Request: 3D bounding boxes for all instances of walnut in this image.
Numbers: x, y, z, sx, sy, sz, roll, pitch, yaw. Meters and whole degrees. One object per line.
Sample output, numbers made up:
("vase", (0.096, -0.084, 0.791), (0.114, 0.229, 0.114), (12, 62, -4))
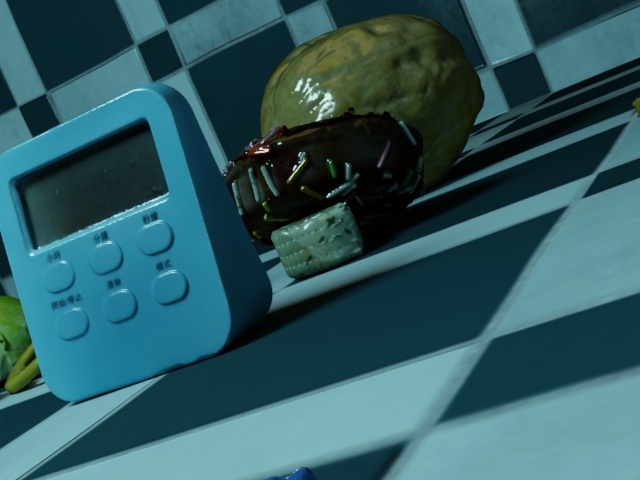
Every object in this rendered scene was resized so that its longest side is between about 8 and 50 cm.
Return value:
("walnut", (0.069, -0.187, 1.632), (0.343, 0.306, 0.306), (-22, 4, -16))

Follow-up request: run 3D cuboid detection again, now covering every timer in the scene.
("timer", (-0.192, 0.003, 0.996), (0.231, 0.250, 0.091), (-21, 4, 27))

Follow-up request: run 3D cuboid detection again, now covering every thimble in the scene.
("thimble", (0.000, 0.000, 1.216), (0.110, 0.062, 0.084), (-19, 7, 45))

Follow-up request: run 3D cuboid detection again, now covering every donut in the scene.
("donut", (0.007, -0.069, 1.325), (0.269, 0.103, 0.270), (-13, -18, -4))

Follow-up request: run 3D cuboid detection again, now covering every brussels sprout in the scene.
("brussels sprout", (-0.459, 0.140, 1.496), (0.151, 0.122, 0.149), (-22, 2, 3))

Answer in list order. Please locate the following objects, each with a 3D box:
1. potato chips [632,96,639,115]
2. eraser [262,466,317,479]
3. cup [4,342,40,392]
("potato chips", (0.345, -0.115, 0.888), (0.080, 0.057, 0.407), (-36, 4, 9))
("eraser", (-0.034, 0.114, 0.374), (0.063, 0.027, 0.084), (-23, 5, 14))
("cup", (-0.276, 0.083, 1.343), (0.178, 0.255, 0.256), (14, -6, -20))
